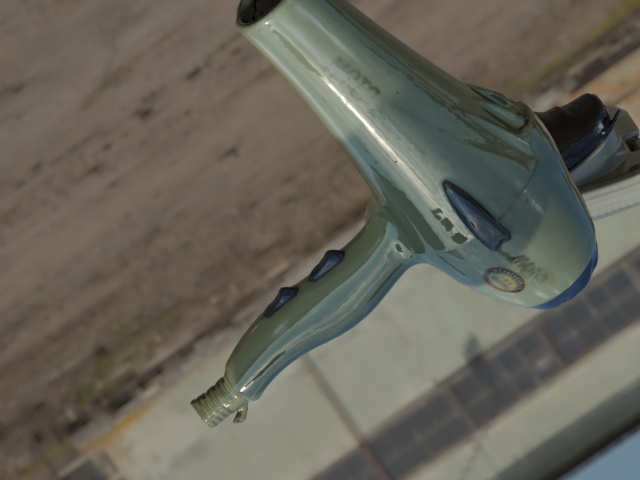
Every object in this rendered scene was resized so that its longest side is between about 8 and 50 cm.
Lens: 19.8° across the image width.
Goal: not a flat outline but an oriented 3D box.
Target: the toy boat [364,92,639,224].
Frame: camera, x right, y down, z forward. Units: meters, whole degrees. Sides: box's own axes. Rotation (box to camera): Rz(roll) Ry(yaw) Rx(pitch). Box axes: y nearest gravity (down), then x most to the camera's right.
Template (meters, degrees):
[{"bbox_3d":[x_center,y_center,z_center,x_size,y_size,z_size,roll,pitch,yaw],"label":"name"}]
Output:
[{"bbox_3d":[0.175,-0.067,1.688,0.269,0.140,0.141,-6,172,-10],"label":"toy boat"}]

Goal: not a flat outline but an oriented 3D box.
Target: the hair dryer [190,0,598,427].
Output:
[{"bbox_3d":[0.004,-0.036,1.169,0.298,0.296,0.119,-23,-149,4],"label":"hair dryer"}]
